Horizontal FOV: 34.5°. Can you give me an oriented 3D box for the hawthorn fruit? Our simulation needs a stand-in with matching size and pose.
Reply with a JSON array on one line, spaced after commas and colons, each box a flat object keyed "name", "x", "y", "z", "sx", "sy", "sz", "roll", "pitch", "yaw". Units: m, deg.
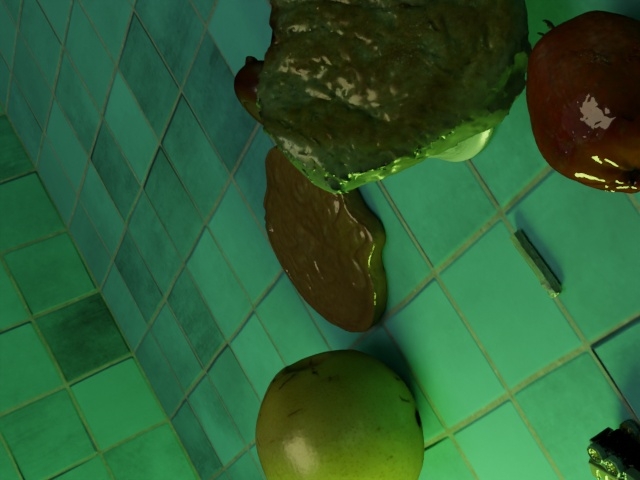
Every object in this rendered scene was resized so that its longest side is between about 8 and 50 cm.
[{"name": "hawthorn fruit", "x": 0.345, "y": -0.192, "z": 1.278, "sx": 0.211, "sy": 0.211, "sz": 0.299, "roll": 105, "pitch": 150, "yaw": -48}]

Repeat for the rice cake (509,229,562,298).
[{"name": "rice cake", "x": 0.338, "y": 0.037, "z": 1.619, "sx": 0.121, "sy": 0.021, "sz": 0.022, "roll": 57, "pitch": 159, "yaw": 16}]

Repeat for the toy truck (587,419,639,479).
[{"name": "toy truck", "x": 0.486, "y": 0.362, "z": 1.543, "sx": 0.191, "sy": 0.085, "sz": 0.116, "roll": 34, "pitch": 147, "yaw": 48}]

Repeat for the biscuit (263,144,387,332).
[{"name": "biscuit", "x": -0.002, "y": 0.001, "z": 2.109, "sx": 0.385, "sy": 0.062, "sz": 0.365, "roll": 40, "pitch": 140, "yaw": 38}]

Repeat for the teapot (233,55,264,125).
[{"name": "teapot", "x": -0.056, "y": -0.273, "z": 1.956, "sx": 0.252, "sy": 0.135, "sz": 0.178, "roll": 31, "pitch": 173, "yaw": 20}]

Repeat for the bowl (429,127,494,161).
[{"name": "bowl", "x": 0.118, "y": -0.245, "z": 1.631, "sx": 0.313, "sy": 0.146, "sz": 0.313, "roll": 41, "pitch": 146, "yaw": 36}]

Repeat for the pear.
[{"name": "pear", "x": 0.037, "y": 0.384, "z": 2.046, "sx": 0.348, "sy": 0.348, "sz": 0.348, "roll": 38, "pitch": 140, "yaw": 41}]

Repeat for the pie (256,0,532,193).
[{"name": "pie", "x": 0.095, "y": -0.278, "z": 1.434, "sx": 0.180, "sy": 0.395, "sz": 0.418, "roll": 48, "pitch": -151, "yaw": -64}]
